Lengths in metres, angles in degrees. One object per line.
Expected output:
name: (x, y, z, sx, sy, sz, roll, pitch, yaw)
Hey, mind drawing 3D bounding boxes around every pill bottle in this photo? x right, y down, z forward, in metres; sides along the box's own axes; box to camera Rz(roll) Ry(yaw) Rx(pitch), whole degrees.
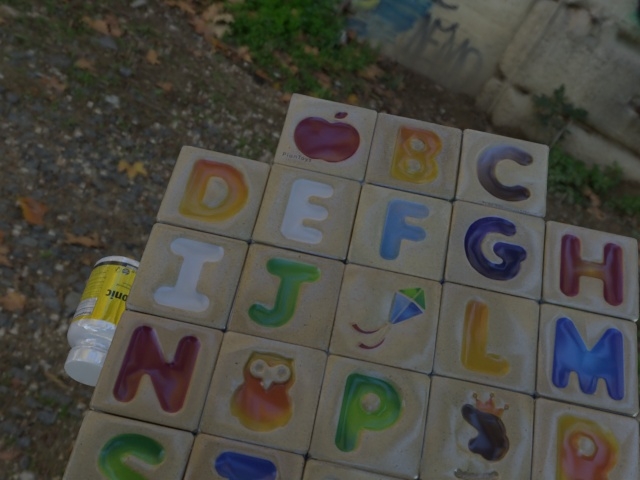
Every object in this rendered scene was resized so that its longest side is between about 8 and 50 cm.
pill bottle: (-0.203, 0.078, 0.741, 0.065, 0.065, 0.116, 23, 50, -16)

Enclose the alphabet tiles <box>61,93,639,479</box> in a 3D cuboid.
alphabet tiles: (0.032, 0.067, 0.417, 0.285, 0.011, 0.343, 12, 60, 2)
